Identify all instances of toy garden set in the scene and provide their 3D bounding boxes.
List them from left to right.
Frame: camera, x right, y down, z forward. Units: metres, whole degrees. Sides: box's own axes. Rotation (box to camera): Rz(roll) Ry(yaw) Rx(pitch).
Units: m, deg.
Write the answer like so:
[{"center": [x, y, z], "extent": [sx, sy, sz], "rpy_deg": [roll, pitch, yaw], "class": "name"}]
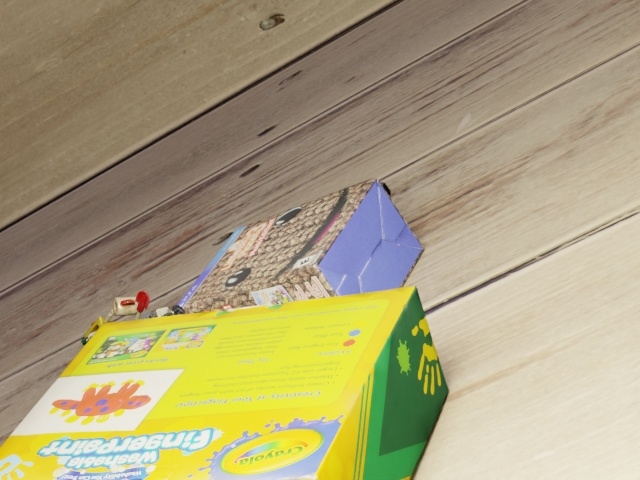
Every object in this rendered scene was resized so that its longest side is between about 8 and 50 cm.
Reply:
[{"center": [-0.287, 0.174, 2.124], "extent": [0.049, 0.204, 0.244], "rpy_deg": [-2, -28, -27], "class": "toy garden set"}]

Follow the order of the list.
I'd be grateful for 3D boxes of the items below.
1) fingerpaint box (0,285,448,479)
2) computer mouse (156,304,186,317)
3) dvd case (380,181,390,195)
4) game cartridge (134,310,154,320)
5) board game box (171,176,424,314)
[{"center": [-0.120, 0.234, 1.686], "extent": [0.445, 0.163, 0.371], "rpy_deg": [-8, 25, 25], "class": "fingerpaint box"}, {"center": [-0.238, 0.194, 2.159], "extent": [0.072, 0.188, 0.272], "rpy_deg": [-18, 2, -22], "class": "computer mouse"}, {"center": [0.000, 0.000, 2.433], "extent": [0.239, 0.029, 0.179], "rpy_deg": [-28, 20, 22], "class": "dvd case"}, {"center": [-0.325, 0.159, 2.620], "extent": [0.056, 0.017, 0.083], "rpy_deg": [-34, 18, 15], "class": "game cartridge"}, {"center": [-0.033, 0.061, 2.161], "extent": [0.291, 0.141, 0.232], "rpy_deg": [-20, 23, 37], "class": "board game box"}]
